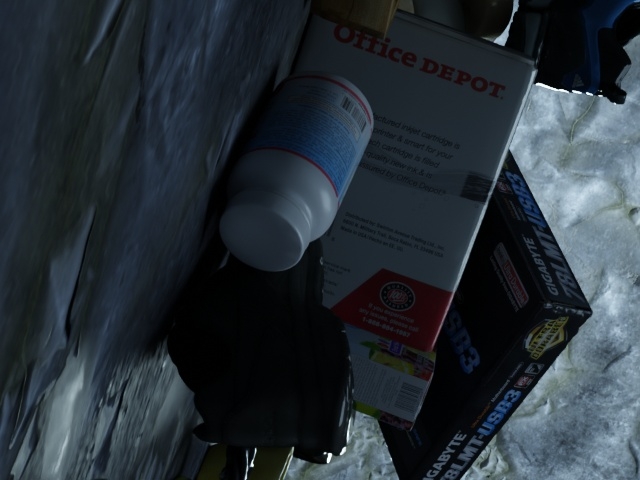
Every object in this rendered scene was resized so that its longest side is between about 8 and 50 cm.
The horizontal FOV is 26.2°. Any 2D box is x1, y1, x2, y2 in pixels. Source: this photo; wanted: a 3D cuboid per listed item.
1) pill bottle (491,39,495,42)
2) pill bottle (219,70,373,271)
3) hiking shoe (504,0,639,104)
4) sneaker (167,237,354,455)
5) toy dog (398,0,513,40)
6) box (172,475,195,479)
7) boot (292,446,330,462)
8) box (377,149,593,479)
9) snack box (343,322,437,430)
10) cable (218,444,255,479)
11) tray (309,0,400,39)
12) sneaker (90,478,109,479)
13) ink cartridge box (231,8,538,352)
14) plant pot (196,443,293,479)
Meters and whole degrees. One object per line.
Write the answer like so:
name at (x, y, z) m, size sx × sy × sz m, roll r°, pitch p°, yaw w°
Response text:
pill bottle at (0.167, -0.329, 1.694) m, size 0.283 × 0.160 × 0.160 m, roll 66°, pitch 44°, yaw -84°
pill bottle at (-0.020, -0.053, 1.057) m, size 0.087 × 0.087 × 0.160 m, roll 106°, pitch 6°, yaw -46°
hiking shoe at (0.282, -0.255, 1.410) m, size 0.113 × 0.132 × 0.304 m, roll 99°, pitch 13°, yaw -58°
sneaker at (-0.055, 0.057, 1.061) m, size 0.286 × 0.130 × 0.109 m, roll -108°, pitch -163°, yaw -61°
toy dog at (0.072, -0.148, 1.419) m, size 0.161 × 0.220 × 0.333 m, roll 42°, pitch -68°, yaw 52°
box at (-0.162, 0.331, 1.385) m, size 0.109 × 0.042 × 0.178 m, roll 64°, pitch 46°, yaw -84°
boot at (-0.013, 0.140, 1.821) m, size 0.377 × 0.138 × 0.284 m, roll 101°, pitch 7°, yaw -77°
box at (0.142, 0.070, 1.493) m, size 0.293 × 0.073 × 0.295 m, roll -59°, pitch -146°, yaw 34°
snack box at (0.009, 0.103, 1.367) m, size 0.174 × 0.207 × 0.070 m, roll -55°, pitch 164°, yaw -80°
cable at (-0.102, 0.280, 1.404) m, size 0.184 × 0.047 × 0.150 m, roll 98°, pitch 6°, yaw -54°
tray at (0.096, -0.387, 1.088) m, size 0.203 × 0.076 × 0.411 m, roll 100°, pitch 11°, yaw -70°
sneaker at (-0.154, 0.234, 0.856) m, size 0.071 × 0.068 × 0.170 m, roll 117°, pitch -6°, yaw -74°
ink cartridge box at (0.056, -0.068, 1.229) m, size 0.114 × 0.197 × 0.273 m, roll -61°, pitch 171°, yaw -75°
plant pot at (-0.099, 0.296, 1.670) m, size 0.134 × 0.095 × 0.134 m, roll 21°, pitch 90°, yaw -86°
